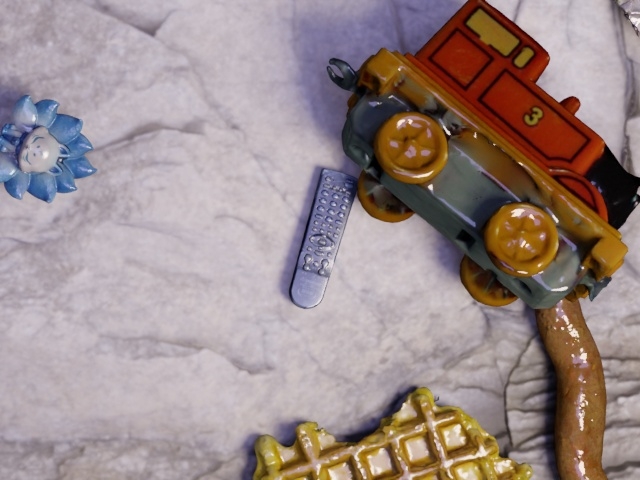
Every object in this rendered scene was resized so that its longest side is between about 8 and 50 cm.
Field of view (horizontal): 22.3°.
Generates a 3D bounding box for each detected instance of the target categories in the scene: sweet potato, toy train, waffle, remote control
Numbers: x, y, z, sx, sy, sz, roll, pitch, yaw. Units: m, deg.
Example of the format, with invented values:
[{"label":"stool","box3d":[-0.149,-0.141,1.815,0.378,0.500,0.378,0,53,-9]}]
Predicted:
[{"label":"sweet potato","box3d":[0.282,0.195,1.761,0.067,0.059,0.281,-9,92,-16]},{"label":"toy train","box3d":[0.172,-0.093,1.679,0.369,0.163,0.231,40,76,5]},{"label":"waffle","box3d":[0.073,0.296,1.742,0.301,0.058,0.281,5,90,-6]},{"label":"remote control","box3d":[0.000,0.000,1.745,0.044,0.027,0.152,17,87,0]}]

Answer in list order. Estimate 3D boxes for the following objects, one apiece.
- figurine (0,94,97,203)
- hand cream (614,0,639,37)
[{"label":"figurine","box3d":[-0.283,-0.089,1.685,0.114,0.079,0.114,1,84,-7]},{"label":"hand cream","box3d":[0.372,-0.243,1.772,0.084,0.050,0.257,-42,98,-7]}]
